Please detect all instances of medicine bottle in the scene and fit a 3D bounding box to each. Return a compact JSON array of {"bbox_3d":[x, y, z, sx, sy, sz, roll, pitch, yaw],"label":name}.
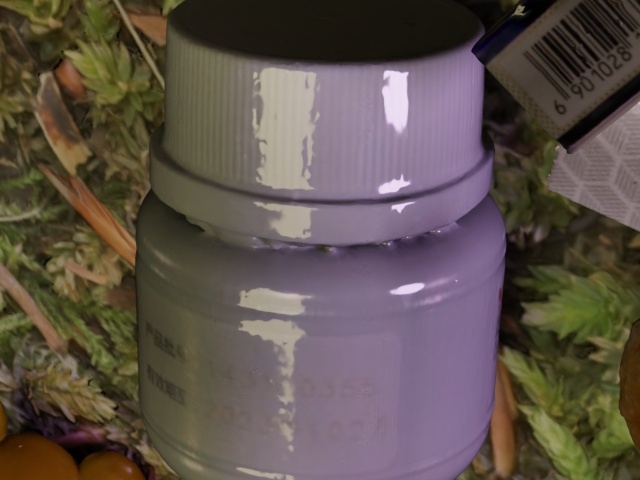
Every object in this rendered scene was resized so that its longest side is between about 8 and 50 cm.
[{"bbox_3d":[0.000,0.000,1.085,0.245,0.245,0.306,13,117,24],"label":"medicine bottle"}]

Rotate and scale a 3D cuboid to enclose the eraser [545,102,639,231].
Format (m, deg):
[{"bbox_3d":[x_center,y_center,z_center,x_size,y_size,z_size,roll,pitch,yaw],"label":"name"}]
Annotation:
[{"bbox_3d":[0.338,-0.003,0.981,0.404,0.096,0.098,26,128,15],"label":"eraser"}]

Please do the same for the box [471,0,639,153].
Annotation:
[{"bbox_3d":[0.234,-0.191,0.852,0.084,0.198,0.310,47,131,-3],"label":"box"}]

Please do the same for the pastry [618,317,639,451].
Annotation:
[{"bbox_3d":[0.293,0.108,1.080,0.192,0.093,0.182,-28,105,39],"label":"pastry"}]

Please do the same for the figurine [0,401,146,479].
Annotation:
[{"bbox_3d":[-0.238,0.270,1.465,0.228,0.215,0.215,34,132,27],"label":"figurine"}]
